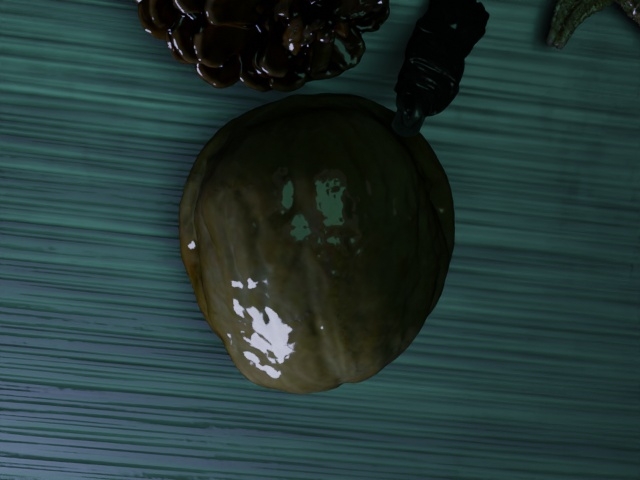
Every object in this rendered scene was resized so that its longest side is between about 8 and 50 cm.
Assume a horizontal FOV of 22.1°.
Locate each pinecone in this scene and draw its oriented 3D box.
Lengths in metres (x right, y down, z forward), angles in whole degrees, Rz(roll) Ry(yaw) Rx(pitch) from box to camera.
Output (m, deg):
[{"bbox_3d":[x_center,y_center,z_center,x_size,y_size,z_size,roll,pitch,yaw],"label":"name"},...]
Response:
[{"bbox_3d":[-0.046,-0.242,1.481,0.257,0.243,0.243,40,88,22],"label":"pinecone"}]

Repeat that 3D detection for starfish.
[{"bbox_3d":[0.313,-0.278,1.630,0.227,0.043,0.240,33,91,-10],"label":"starfish"}]

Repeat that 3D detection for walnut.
[{"bbox_3d":[0.000,0.000,1.514,0.283,0.227,0.283,-1,105,-5],"label":"walnut"}]

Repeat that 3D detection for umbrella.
[{"bbox_3d":[0.109,-0.167,1.526,0.066,0.235,0.059,21,126,2],"label":"umbrella"}]
